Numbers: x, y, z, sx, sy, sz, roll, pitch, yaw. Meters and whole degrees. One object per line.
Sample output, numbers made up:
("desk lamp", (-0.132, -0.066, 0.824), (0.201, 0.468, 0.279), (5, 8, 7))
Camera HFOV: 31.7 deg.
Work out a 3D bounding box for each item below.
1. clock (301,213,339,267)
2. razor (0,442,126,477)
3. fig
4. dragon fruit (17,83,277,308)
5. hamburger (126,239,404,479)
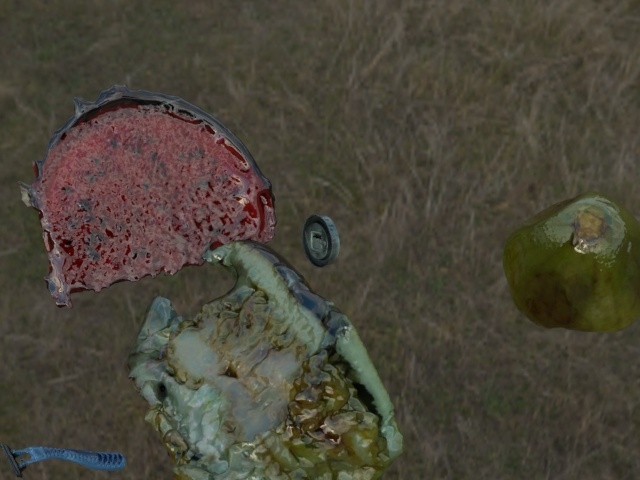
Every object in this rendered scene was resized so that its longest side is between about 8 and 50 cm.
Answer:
("clock", (0.000, 0.000, 1.749), (0.017, 0.085, 0.085), (-9, 42, -34))
("razor", (-0.466, 0.406, 2.092), (0.253, 0.042, 0.082), (16, 24, -46))
("fig", (0.260, 0.017, 1.137), (0.144, 0.166, 0.154), (-15, 57, -7))
("dragon fruit", (-0.246, -0.083, 1.584), (0.343, 0.282, 0.100), (-14, 12, -18))
("hamburger", (-0.038, 0.139, 0.883), (0.167, 0.192, 0.288), (-32, 29, -9))
